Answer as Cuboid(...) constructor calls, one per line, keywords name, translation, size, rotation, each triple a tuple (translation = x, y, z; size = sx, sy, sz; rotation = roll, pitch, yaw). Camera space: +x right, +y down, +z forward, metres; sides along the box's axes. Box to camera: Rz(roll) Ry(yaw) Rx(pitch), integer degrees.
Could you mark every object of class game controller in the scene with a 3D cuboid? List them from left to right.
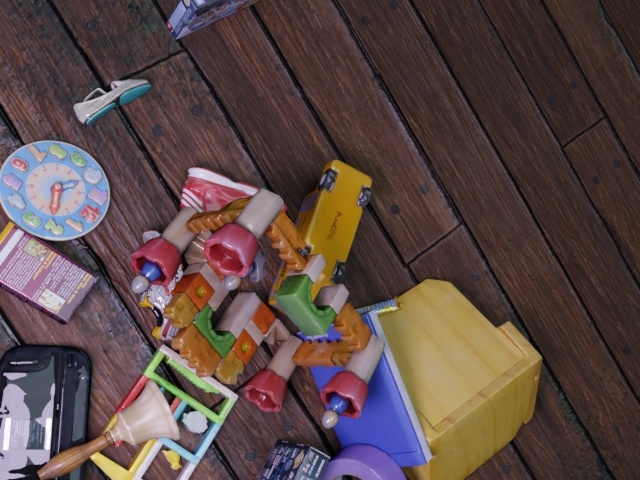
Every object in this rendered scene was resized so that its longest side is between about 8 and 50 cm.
Cuboid(name="game controller", translation=(-0.510, 0.351, 1.401), size=(0.166, 0.067, 0.320), rotation=(3, 79, -10))

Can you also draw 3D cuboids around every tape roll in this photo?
Cuboid(name="tape roll", translation=(0.081, 0.518, 1.562), size=(0.080, 0.188, 0.189), rotation=(-20, 90, -60))

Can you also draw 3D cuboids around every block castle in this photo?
Cuboid(name="block castle", translation=(-0.119, 0.144, 1.422), size=(0.453, 0.302, 0.213), rotation=(55, 49, -27))

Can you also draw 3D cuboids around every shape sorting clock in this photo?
Cuboid(name="shape sorting clock", translation=(-0.504, -0.097, 1.467), size=(0.206, 0.040, 0.206), rotation=(12, 66, -29))

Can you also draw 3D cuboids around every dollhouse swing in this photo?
Cuboid(name="dollhouse swing", translation=(0.267, 0.324, 1.761), size=(0.346, 0.305, 0.315), rotation=(-30, 136, -26))

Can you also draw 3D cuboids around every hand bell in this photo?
Cuboid(name="hand bell", translation=(-0.388, 0.359, 1.384), size=(0.242, 0.126, 0.126), rotation=(-25, 92, -23))

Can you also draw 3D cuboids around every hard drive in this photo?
Cuboid(name="hard drive", translation=(0.086, 0.316, 1.595), size=(0.040, 0.210, 0.319), rotation=(-22, 91, -47))

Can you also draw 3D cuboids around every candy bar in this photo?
Cuboid(name="candy bar", translation=(0.106, 0.158, 1.714), size=(0.161, 0.018, 0.040), rotation=(-14, 47, -13))

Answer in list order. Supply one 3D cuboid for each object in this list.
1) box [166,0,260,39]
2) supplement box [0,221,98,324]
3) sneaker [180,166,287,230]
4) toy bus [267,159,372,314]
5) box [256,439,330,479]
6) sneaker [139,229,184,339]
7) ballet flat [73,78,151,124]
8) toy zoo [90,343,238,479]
Cuboid(name="box", translation=(-0.201, -0.516, 1.629), size=(0.233, 0.159, 0.044), rotation=(-33, 96, -26))
Cuboid(name="supplement box", translation=(-0.523, 0.063, 1.423), size=(0.188, 0.080, 0.104), rotation=(35, 68, -15))
Cuboid(name="sneaker", translation=(-0.189, -0.060, 1.612), size=(0.221, 0.087, 0.128), rotation=(20, 82, -8))
Cuboid(name="toy bus", translation=(0.000, 0.000, 1.651), size=(0.108, 0.130, 0.333), rotation=(25, 72, -18))
Cuboid(name="box", translation=(-0.083, 0.503, 1.502), size=(0.051, 0.175, 0.220), rotation=(34, 68, -17))
Cuboid(name="sneaker", translation=(-0.313, 0.088, 1.514), size=(0.092, 0.088, 0.225), rotation=(-15, 87, -25))
Cuboid(name="ballet flat", translation=(-0.419, -0.293, 1.549), size=(0.168, 0.057, 0.052), rotation=(-37, 88, -26))
Cuboid(name="toy zoo", translation=(-0.313, 0.377, 1.495), size=(0.192, 0.030, 0.293), rotation=(38, 67, -15))
